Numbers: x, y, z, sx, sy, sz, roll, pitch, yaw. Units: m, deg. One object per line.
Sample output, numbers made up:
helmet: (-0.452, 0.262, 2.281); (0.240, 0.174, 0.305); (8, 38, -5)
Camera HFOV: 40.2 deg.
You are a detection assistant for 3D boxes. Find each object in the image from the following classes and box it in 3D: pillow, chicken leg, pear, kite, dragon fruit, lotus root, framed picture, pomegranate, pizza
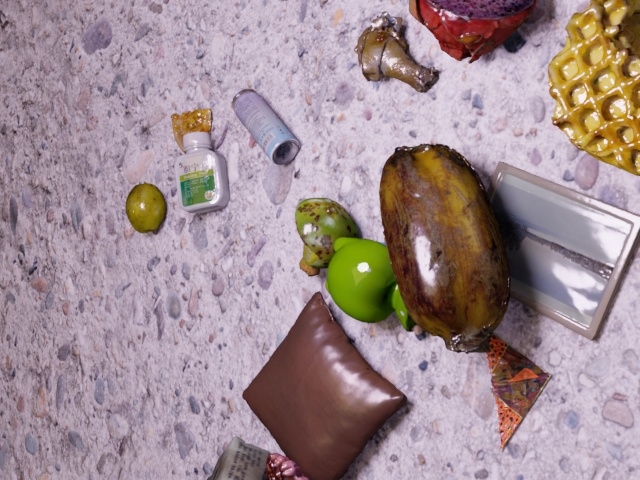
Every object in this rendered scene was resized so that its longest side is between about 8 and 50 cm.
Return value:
pillow: (-0.004, 0.311, 1.729); (0.308, 0.108, 0.305); (50, 117, 32)
chicken leg: (0.137, -0.353, 1.704); (0.125, 0.080, 0.196); (-38, 60, 19)
pear: (-0.442, -0.085, 2.209); (0.107, 0.107, 0.131); (-11, 84, 43)
kite: (0.336, 0.238, 1.479); (0.125, 0.008, 0.222); (-20, 71, 41)
dragon fruit: (0.260, -0.396, 1.539); (0.148, 0.224, 0.218); (91, 176, -51)
lotus root: (0.208, 0.008, 1.478); (0.196, 0.179, 0.397); (-14, 67, 7)
framed picture: (0.376, 0.009, 1.463); (0.289, 0.016, 0.213); (30, 106, 42)
pomegranate: (0.013, -0.003, 1.752); (0.143, 0.122, 0.169); (-100, 4, -55)
pizza: (-0.312, -0.274, 2.151); (0.131, 0.041, 0.178); (-39, 59, 32)

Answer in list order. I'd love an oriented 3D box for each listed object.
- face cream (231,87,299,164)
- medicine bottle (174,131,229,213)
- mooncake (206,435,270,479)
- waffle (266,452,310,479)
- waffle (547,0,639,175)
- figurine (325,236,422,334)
face cream: (-0.132, -0.265, 1.951); (0.075, 0.075, 0.229); (-54, 52, 25)
medicine bottle: (-0.283, -0.161, 2.067); (0.119, 0.069, 0.183); (-11, 81, 20)
mooncake: (-0.193, 0.571, 1.816); (0.250, 0.136, 0.254); (-61, 7, 19)
waffle: (-0.034, 0.512, 1.687); (0.234, 0.055, 0.221); (56, 157, 10)
waffle: (0.492, -0.229, 1.297); (0.324, 0.151, 0.261); (38, 108, 41)
figurine: (0.125, 0.086, 1.620); (0.263, 0.143, 0.162); (24, 117, 31)
